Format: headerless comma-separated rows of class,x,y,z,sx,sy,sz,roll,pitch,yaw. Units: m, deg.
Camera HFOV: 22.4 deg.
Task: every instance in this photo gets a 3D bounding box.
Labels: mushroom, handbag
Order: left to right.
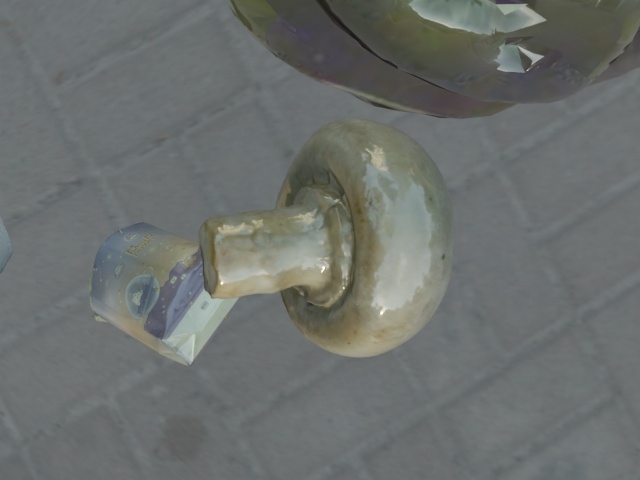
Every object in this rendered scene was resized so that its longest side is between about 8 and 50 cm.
handbag,-0.165,0.047,1.639,0.117,0.173,0.095,-53,130,-15
mushroom,0.009,-0.010,1.366,0.209,0.206,0.206,21,84,-6

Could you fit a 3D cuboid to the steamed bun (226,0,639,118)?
steamed bun,0.036,-0.153,0.402,0.394,0.346,0.238,4,76,13

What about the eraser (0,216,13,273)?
eraser,-0.411,0.047,1.351,0.270,0.174,0.095,-22,93,21
